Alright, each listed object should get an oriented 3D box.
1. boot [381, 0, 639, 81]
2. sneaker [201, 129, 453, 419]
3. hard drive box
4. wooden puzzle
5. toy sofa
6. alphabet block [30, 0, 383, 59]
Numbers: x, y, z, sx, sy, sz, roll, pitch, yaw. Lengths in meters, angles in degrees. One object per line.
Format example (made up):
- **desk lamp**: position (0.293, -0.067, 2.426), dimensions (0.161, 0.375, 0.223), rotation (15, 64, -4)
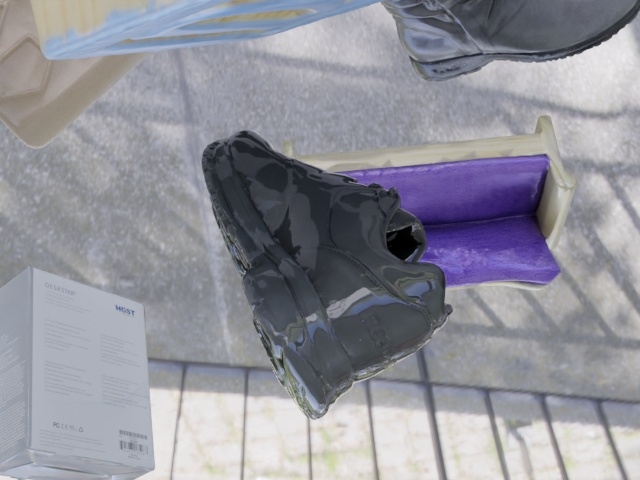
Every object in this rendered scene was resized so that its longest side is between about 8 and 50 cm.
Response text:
- **boot**: position (0.233, -0.328, 1.138), dimensions (0.338, 0.118, 0.223), rotation (-16, 145, 19)
- **sneaker**: position (0.000, 0.000, 0.625), dimensions (0.130, 0.286, 0.109), rotation (-25, 130, -4)
- **hard drive box**: position (-0.303, 0.171, 1.088), dimensions (0.089, 0.232, 0.181), rotation (-31, 143, 30)
- **wooden puzzle**: position (-0.515, -0.384, 1.615), dimensions (0.322, 0.080, 0.348), rotation (-44, 89, -10)
- **toy sofa**: position (0.131, -0.034, 1.137), dimensions (0.362, 0.177, 0.150), rotation (-5, 147, 1)
- **alphabet block**: position (-0.065, -0.228, 0.532), dimensions (0.193, 0.192, 0.197), rotation (-3, 102, 44)
